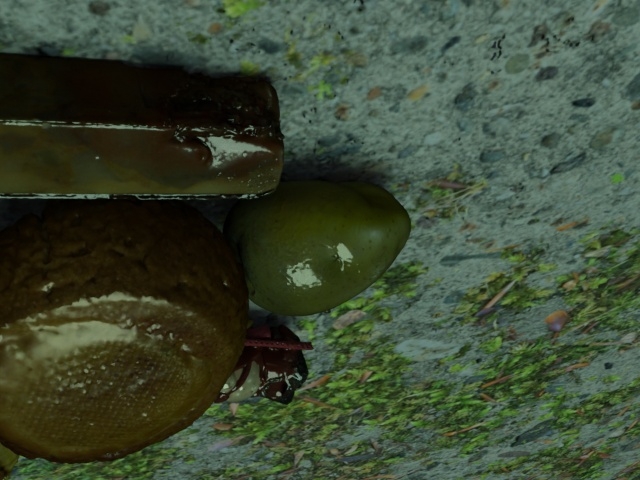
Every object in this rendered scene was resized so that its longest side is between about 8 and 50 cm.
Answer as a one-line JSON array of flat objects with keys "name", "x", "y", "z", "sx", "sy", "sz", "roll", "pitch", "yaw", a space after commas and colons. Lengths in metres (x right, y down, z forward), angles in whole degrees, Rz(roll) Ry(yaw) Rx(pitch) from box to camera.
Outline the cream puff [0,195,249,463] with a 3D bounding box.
[{"name": "cream puff", "x": -0.218, "y": 0.073, "z": 0.848, "sx": 0.303, "sy": 0.212, "sz": 0.303, "roll": -8, "pitch": 132, "yaw": -9}]

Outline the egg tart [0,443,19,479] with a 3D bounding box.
[{"name": "egg tart", "x": -0.533, "y": 0.271, "z": 1.071, "sx": 0.290, "sy": 0.115, "sz": 0.290, "roll": -10, "pitch": 146, "yaw": -7}]

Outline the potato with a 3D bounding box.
[{"name": "potato", "x": 0.000, "y": 0.000, "z": 0.907, "sx": 0.194, "sy": 0.157, "sz": 0.157, "roll": -20, "pitch": 146, "yaw": -18}]

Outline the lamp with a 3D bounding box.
[{"name": "lamp", "x": -0.141, "y": 0.153, "z": 1.067, "sx": 0.253, "sy": 0.118, "sz": 0.118, "roll": 10, "pitch": 137, "yaw": -33}]

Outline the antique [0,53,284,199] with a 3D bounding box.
[{"name": "antique", "x": -0.183, "y": -0.097, "z": 0.742, "sx": 0.310, "sy": 0.087, "sz": 0.093, "roll": 0, "pitch": 140, "yaw": -20}]
